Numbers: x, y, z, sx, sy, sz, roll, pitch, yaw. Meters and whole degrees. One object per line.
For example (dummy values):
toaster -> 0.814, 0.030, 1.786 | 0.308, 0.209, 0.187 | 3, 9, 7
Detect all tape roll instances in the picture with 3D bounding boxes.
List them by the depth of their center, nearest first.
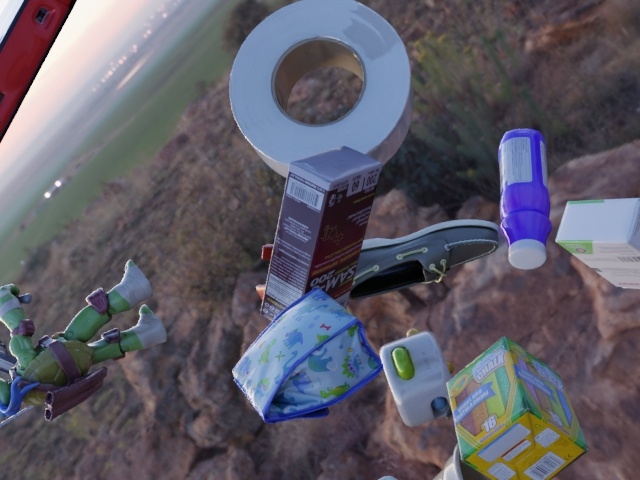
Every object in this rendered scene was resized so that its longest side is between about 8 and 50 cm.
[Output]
tape roll -> 0.005, -0.233, 1.240 | 0.286, 0.286, 0.100 | -48, -16, -3

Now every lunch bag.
lunch bag -> -0.022, 0.143, 0.921 | 0.151, 0.096, 0.129 | -32, 22, -13

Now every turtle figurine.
turtle figurine -> -0.379, 0.136, 1.135 | 0.266, 0.198, 0.274 | -29, 6, -26

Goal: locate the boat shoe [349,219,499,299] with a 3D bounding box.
boat shoe -> 0.181, 0.038, 1.430 | 0.304, 0.109, 0.091 | -12, 56, 6

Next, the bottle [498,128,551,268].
bottle -> 0.383, -0.078, 1.479 | 0.092, 0.118, 0.283 | 0, 53, 12

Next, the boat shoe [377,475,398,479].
boat shoe -> 0.053, 0.496, 1.183 | 0.302, 0.091, 0.114 | -49, 24, 9

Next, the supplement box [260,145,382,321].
supplement box -> 0.000, 0.000, 1.096 | 0.130, 0.073, 0.240 | -25, -44, -49

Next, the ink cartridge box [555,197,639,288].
ink cartridge box -> 0.723, 0.012, 1.849 | 0.198, 0.272, 0.115 | 0, 65, 54

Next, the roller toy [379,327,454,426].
roller toy -> 0.226, 0.304, 1.753 | 0.146, 0.191, 0.209 | -20, 4, 3

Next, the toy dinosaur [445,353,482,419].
toy dinosaur -> 0.330, 0.347, 1.690 | 0.064, 0.118, 0.268 | -11, 18, 37

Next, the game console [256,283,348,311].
game console -> -0.025, 0.118, 1.362 | 0.124, 0.144, 0.085 | -30, 13, -1

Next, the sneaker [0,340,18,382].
sneaker -> -0.568, 0.137, 1.351 | 0.164, 0.226, 0.086 | -64, 5, -32

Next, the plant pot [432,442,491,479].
plant pot -> 0.325, 0.690, 1.859 | 0.305, 0.333, 0.334 | -43, 20, 23

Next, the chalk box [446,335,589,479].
chalk box -> 0.285, 0.246, 1.183 | 0.132, 0.132, 0.213 | -47, 21, 22

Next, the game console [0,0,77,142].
game console -> -0.469, -0.229, 1.134 | 0.387, 0.060, 0.342 | -61, 29, -1

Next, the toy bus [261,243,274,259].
toy bus -> -0.017, 0.007, 1.709 | 0.191, 0.202, 0.104 | -54, 29, 9
